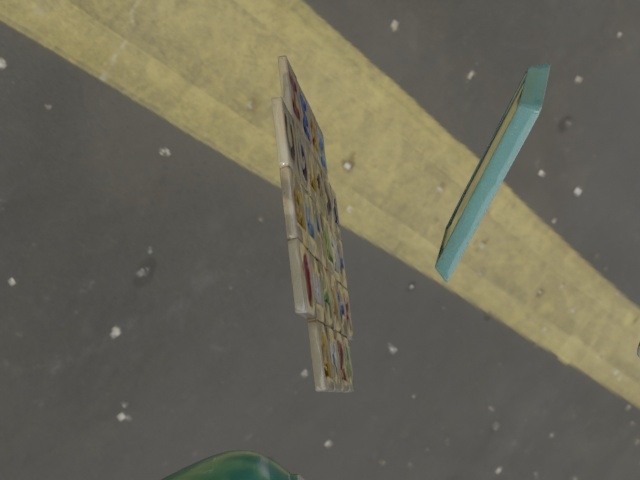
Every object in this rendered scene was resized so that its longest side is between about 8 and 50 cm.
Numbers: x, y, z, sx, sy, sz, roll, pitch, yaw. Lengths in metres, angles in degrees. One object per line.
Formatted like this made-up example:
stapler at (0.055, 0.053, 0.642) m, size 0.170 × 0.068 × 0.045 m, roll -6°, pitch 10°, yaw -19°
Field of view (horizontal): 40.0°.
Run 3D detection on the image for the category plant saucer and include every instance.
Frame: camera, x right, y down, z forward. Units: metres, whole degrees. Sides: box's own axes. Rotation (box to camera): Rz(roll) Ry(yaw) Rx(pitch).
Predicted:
plant saucer at (0.132, -0.050, 0.695) m, size 0.192 × 0.018 × 0.067 m, roll 111°, pitch 1°, yaw -45°

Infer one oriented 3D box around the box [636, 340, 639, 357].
box at (0.352, -0.053, 0.632) m, size 0.381 × 0.143 × 0.191 m, roll -34°, pitch 139°, yaw -53°

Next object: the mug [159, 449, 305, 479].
mug at (-0.038, 0.168, 0.417) m, size 0.097 × 0.129 × 0.158 m, roll -26°, pitch 173°, yaw -2°

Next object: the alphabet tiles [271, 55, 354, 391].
alphabet tiles at (0.000, 0.000, 0.832) m, size 0.011 × 0.285 × 0.342 m, roll -8°, pitch 169°, yaw 7°
